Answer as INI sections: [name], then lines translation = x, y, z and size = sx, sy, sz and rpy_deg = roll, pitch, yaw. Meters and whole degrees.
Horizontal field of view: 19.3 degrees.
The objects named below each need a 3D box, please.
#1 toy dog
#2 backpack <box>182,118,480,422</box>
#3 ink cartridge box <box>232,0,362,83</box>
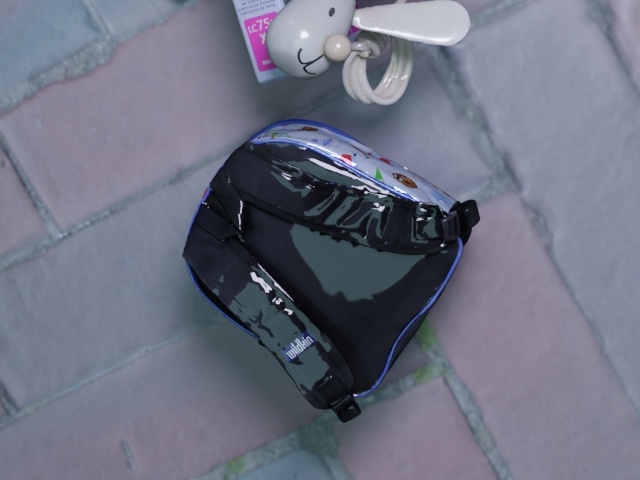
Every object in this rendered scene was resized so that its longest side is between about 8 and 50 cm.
[toy dog]
translation = 0.104, -0.280, 1.806
size = 0.161, 0.220, 0.334
rpy_deg = 24, 89, 46
[backpack]
translation = 0.000, 0.000, 1.983
size = 0.263, 0.213, 0.276
rpy_deg = 31, 105, -5
[ink cartridge box]
translation = -0.049, -0.330, 1.911
size = 0.065, 0.186, 0.311
rpy_deg = -15, 101, 27
